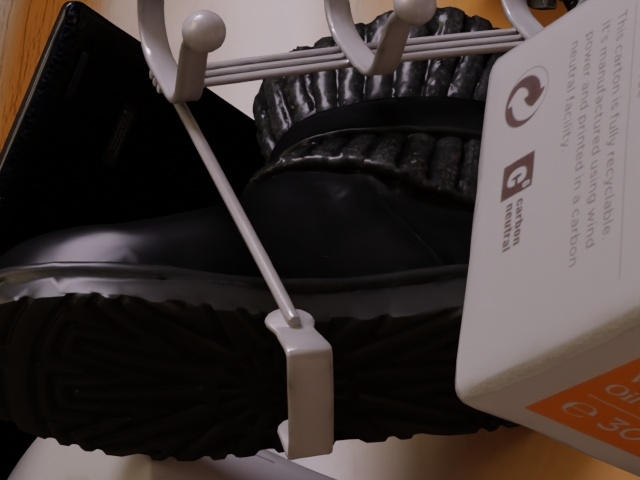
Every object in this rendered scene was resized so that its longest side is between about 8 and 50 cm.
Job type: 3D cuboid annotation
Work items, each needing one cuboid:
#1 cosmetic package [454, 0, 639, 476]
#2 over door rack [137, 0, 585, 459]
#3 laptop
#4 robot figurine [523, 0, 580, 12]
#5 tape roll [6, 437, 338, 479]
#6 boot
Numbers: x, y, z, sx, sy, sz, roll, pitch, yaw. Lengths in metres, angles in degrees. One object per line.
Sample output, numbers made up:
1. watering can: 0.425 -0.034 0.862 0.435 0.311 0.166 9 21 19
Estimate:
1. cosmetic package: 0.274 -0.041 0.654 0.453 0.230 0.161 -33 41 48
2. over door rack: 0.057 -0.057 0.994 0.324 0.239 0.108 -114 21 -45
3. laptop: -0.201 0.068 1.402 0.236 0.408 0.382 16 80 35
4. robot figurine: 0.158 -0.235 1.171 0.291 0.085 0.211 -149 65 -64
5. tape roll: -0.094 0.230 1.156 0.246 0.169 0.246 -43 33 36
6. boot: -0.031 -0.014 1.115 0.131 0.348 0.260 102 165 -44
